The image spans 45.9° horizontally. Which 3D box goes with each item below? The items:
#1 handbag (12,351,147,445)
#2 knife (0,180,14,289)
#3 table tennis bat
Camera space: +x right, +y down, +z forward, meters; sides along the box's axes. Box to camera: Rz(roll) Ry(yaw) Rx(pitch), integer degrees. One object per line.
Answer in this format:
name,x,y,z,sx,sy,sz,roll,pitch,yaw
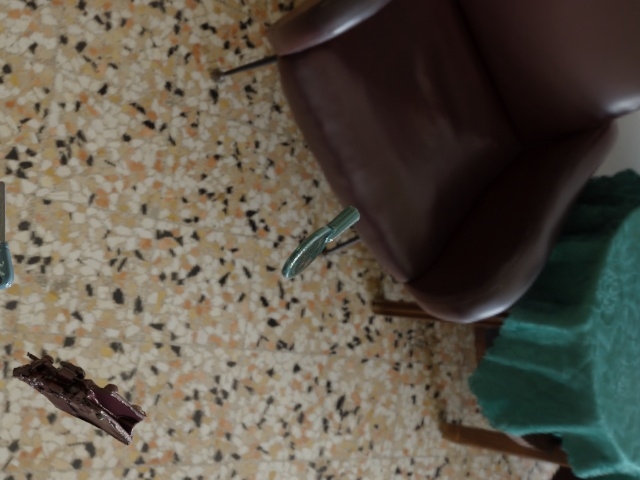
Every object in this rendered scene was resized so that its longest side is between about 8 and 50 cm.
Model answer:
handbag,-0.447,0.293,1.426,0.074,0.203,0.216,-62,159,-25
knife,-0.714,-0.011,1.672,0.032,0.058,0.244,33,46,-74
table tennis bat,0.000,0.000,1.422,0.033,0.124,0.201,44,62,13
